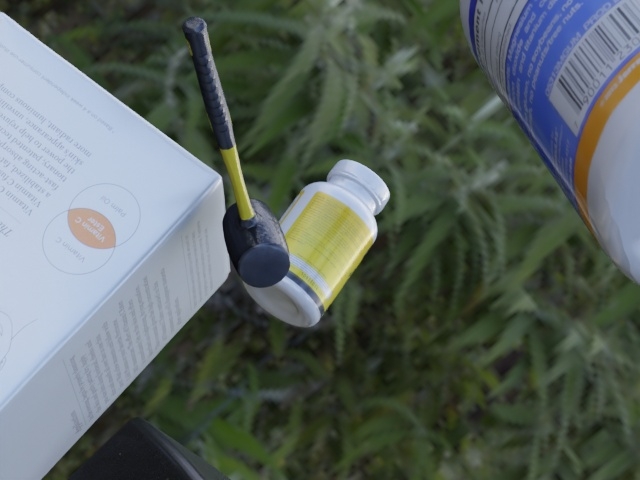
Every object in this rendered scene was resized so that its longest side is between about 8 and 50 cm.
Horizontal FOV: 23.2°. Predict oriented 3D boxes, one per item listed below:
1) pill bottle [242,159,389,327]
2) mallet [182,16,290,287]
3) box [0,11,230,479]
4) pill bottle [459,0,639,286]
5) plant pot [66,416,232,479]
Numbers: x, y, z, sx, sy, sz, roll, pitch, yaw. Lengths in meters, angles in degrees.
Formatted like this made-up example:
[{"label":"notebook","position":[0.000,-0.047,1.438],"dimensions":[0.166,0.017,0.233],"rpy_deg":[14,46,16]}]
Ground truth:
[{"label":"pill bottle","position":[0.000,0.000,1.761],"dimensions":[0.103,0.184,0.103],"rpy_deg":[30,-23,14]},{"label":"mallet","position":[-0.055,-0.050,0.979],"dimensions":[0.062,0.039,0.190],"rpy_deg":[-112,-174,-46]},{"label":"box","position":[-0.255,0.050,1.083],"dimensions":[0.215,0.345,0.168],"rpy_deg":[37,-21,15]},{"label":"pill bottle","position":[0.160,-0.105,0.788],"dimensions":[0.152,0.152,0.272],"rpy_deg":[48,12,-37]},{"label":"plant pot","position":[-0.159,0.289,1.526],"dimensions":[0.187,0.188,0.167],"rpy_deg":[43,3,-45]}]
